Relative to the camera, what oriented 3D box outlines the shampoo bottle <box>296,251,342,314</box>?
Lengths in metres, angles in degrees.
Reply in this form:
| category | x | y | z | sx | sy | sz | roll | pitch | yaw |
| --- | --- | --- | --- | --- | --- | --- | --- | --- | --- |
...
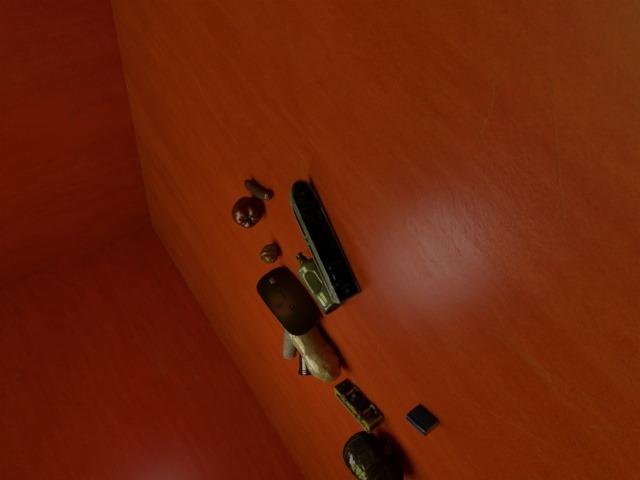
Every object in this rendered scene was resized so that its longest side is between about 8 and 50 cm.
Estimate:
| category | x | y | z | sx | sy | sz | roll | pitch | yaw |
| --- | --- | --- | --- | --- | --- | --- | --- | --- | --- |
| shampoo bottle | -0.013 | 0.137 | 1.742 | 0.234 | 0.087 | 0.118 | 54 | 156 | 18 |

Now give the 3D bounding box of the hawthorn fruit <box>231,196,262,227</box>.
| category | x | y | z | sx | sy | sz | roll | pitch | yaw |
| --- | --- | --- | --- | --- | --- | --- | --- | --- | --- |
| hawthorn fruit | -0.289 | -0.116 | 1.993 | 0.140 | 0.125 | 0.125 | -80 | -31 | -77 |

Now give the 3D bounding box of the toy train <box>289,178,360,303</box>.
| category | x | y | z | sx | sy | sz | roll | pitch | yaw |
| --- | --- | --- | --- | --- | --- | --- | --- | --- | --- |
| toy train | 0.000 | 0.000 | 1.593 | 0.407 | 0.086 | 0.088 | 66 | 160 | -7 |

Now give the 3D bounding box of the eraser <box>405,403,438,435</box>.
| category | x | y | z | sx | sy | sz | roll | pitch | yaw |
| --- | --- | --- | --- | --- | --- | --- | --- | --- | --- |
| eraser | 0.317 | 0.559 | 1.558 | 0.084 | 0.063 | 0.027 | 35 | 143 | 45 |

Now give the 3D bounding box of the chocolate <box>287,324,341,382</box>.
| category | x | y | z | sx | sy | sz | roll | pitch | yaw |
| --- | --- | --- | --- | --- | --- | --- | --- | --- | --- |
| chocolate | -0.028 | 0.431 | 2.009 | 0.309 | 0.134 | 0.134 | 53 | 153 | 21 |

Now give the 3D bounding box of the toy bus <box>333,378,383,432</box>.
| category | x | y | z | sx | sy | sz | roll | pitch | yaw |
| --- | --- | --- | --- | --- | --- | --- | --- | --- | --- |
| toy bus | 0.142 | 0.640 | 1.945 | 0.226 | 0.081 | 0.074 | 37 | 144 | 42 |

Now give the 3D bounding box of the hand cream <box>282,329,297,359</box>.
| category | x | y | z | sx | sy | sz | roll | pitch | yaw |
| --- | --- | --- | --- | --- | --- | --- | --- | --- | --- |
| hand cream | -0.132 | 0.422 | 2.295 | 0.111 | 0.070 | 0.312 | 46 | 142 | 35 |

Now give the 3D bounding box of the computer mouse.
| category | x | y | z | sx | sy | sz | roll | pitch | yaw |
| --- | --- | --- | --- | --- | --- | --- | --- | --- | --- |
| computer mouse | -0.133 | 0.237 | 1.998 | 0.310 | 0.158 | 0.072 | 50 | 171 | 26 |

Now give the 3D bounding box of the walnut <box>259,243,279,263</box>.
| category | x | y | z | sx | sy | sz | roll | pitch | yaw |
| --- | --- | --- | --- | --- | --- | --- | --- | --- | --- |
| walnut | -0.207 | 0.055 | 2.042 | 0.096 | 0.082 | 0.079 | 145 | 124 | -66 |

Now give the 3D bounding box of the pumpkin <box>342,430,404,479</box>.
| category | x | y | z | sx | sy | sz | roll | pitch | yaw |
| --- | --- | --- | --- | --- | --- | --- | --- | --- | --- |
| pumpkin | 0.211 | 0.843 | 1.915 | 0.260 | 0.189 | 0.260 | 44 | 171 | 9 |

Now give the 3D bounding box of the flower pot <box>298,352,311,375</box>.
| category | x | y | z | sx | sy | sz | roll | pitch | yaw |
| --- | --- | --- | --- | --- | --- | --- | --- | --- | --- |
| flower pot | -0.053 | 0.530 | 2.194 | 0.111 | 0.111 | 0.089 | 0 | 104 | 62 |

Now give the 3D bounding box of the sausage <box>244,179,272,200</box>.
| category | x | y | z | sx | sy | sz | roll | pitch | yaw |
| --- | --- | --- | --- | --- | --- | --- | --- | --- | --- |
| sausage | -0.237 | -0.191 | 1.899 | 0.176 | 0.040 | 0.047 | 35 | 137 | 44 |
